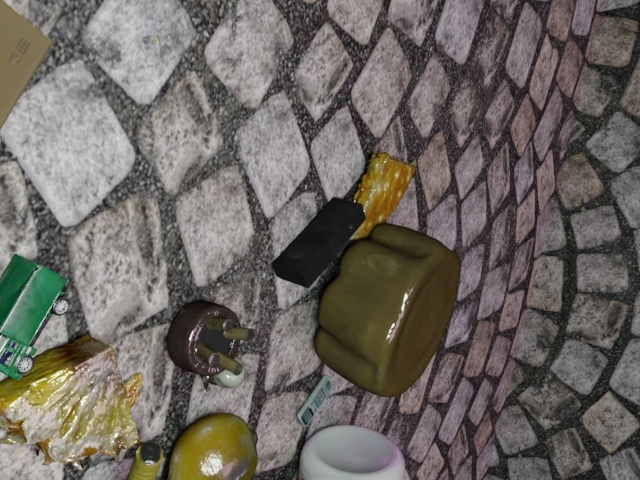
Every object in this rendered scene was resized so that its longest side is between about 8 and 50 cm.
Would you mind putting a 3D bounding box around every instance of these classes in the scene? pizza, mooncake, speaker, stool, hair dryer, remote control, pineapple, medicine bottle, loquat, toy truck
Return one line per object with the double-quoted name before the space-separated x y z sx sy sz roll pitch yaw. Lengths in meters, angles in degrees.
"pizza" 0.128 -0.117 1.629 0.292 0.058 0.197 -50 149 -31
"mooncake" 0.148 0.148 1.629 0.378 0.201 0.378 -43 144 -42
"speaker" 0.000 0.000 1.483 0.218 0.082 0.044 -50 140 -33
"stool" -0.181 0.192 1.276 0.125 0.121 0.217 -48 135 -35
"pizza" -0.313 0.254 1.200 0.037 0.016 0.083 39 74 -48
"hair dryer" -0.303 0.410 1.148 0.135 0.090 0.278 -28 152 -46
"remote control" -0.012 0.368 1.690 0.124 0.018 0.053 -51 140 -29
"pineapple" -0.353 0.229 1.047 0.236 0.114 0.186 41 71 -51
"medicine bottle" 0.063 0.613 1.708 0.241 0.241 0.302 -18 119 -51
"loquat" -0.197 0.398 1.324 0.195 0.152 0.152 -31 130 -28
"toy truck" -0.394 0.103 0.968 0.079 0.065 0.147 42 70 -52

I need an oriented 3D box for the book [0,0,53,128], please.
"book" -0.451 -0.216 0.777 0.310 0.021 0.217 43 68 -54
